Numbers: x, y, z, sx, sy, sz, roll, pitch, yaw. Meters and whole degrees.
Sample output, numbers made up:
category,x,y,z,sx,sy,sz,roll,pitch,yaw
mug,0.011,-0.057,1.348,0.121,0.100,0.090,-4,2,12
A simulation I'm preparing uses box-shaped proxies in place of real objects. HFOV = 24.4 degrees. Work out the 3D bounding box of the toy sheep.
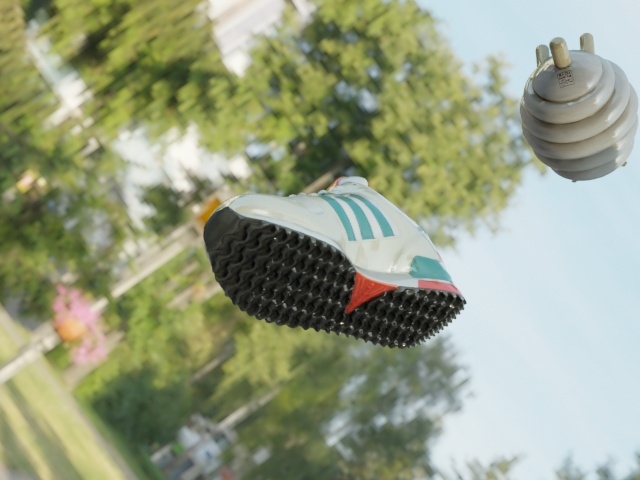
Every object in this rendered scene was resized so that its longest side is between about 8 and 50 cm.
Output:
category,x,y,z,sx,sy,sz,roll,pitch,yaw
toy sheep,0.179,-0.092,1.028,0.091,0.091,0.132,43,-9,49

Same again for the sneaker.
category,x,y,z,sx,sy,sz,roll,pitch,yaw
sneaker,0.000,0.000,0.716,0.161,0.057,0.075,19,38,-41
